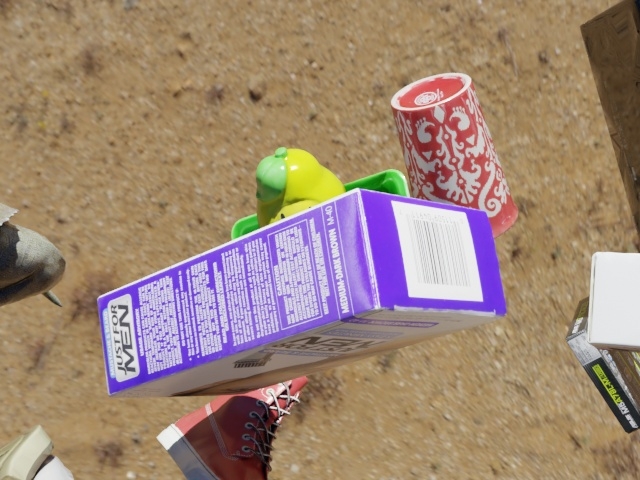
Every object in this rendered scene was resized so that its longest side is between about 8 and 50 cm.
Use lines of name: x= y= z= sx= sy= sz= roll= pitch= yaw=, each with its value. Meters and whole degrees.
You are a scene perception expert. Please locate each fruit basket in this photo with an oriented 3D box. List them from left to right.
fruit basket: x=0.000 y=0.000 z=2.079 sx=0.392 sy=0.392 sz=0.283 roll=-17 pitch=68 yaw=12

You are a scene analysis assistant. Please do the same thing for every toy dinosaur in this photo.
toy dinosaur: x=-0.367 y=0.028 z=1.275 sx=0.160 sy=0.313 sz=0.121 roll=-22 pitch=50 yaw=15

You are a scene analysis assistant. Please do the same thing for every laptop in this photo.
laptop: x=0.586 y=-0.200 z=1.771 sx=0.236 sy=0.408 sz=0.382 roll=-17 pitch=91 yaw=-4

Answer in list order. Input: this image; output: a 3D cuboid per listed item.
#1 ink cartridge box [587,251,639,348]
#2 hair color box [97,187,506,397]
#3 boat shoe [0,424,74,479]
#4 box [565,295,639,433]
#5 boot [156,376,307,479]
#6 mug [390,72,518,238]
ink cartridge box: x=0.444 y=0.088 z=1.409 sx=0.196 sy=0.273 sz=0.114 roll=3 pitch=83 yaw=16
hair color box: x=-0.026 y=0.061 z=1.015 sx=0.338 sy=0.185 sz=0.110 roll=-20 pitch=72 yaw=39
boat shoe: x=-0.139 y=0.160 z=0.500 sx=0.113 sy=0.302 sz=0.103 roll=-39 pitch=98 yaw=-12
box: x=0.485 y=0.200 z=1.852 sx=0.045 sy=0.184 sz=0.191 roll=-32 pitch=95 yaw=24
boot: x=-0.067 y=0.218 z=1.219 sx=0.176 sy=0.088 sz=0.244 roll=-38 pitch=28 yaw=-11
mug: x=0.134 y=-0.094 z=1.243 sx=0.113 sy=0.169 sz=0.150 roll=-30 pitch=28 yaw=-18
